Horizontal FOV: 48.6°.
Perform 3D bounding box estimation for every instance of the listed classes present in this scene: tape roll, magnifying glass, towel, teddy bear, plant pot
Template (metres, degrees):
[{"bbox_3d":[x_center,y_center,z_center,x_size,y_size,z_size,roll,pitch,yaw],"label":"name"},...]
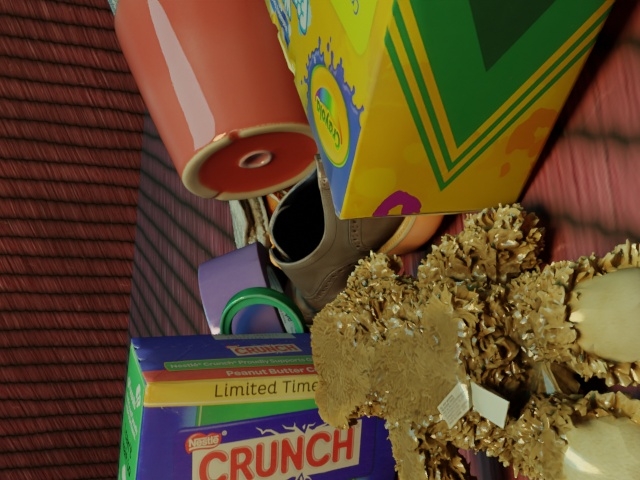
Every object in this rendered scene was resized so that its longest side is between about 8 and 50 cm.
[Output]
[{"bbox_3d":[-0.080,0.102,0.894,0.189,0.080,0.189,-21,-90,-87],"label":"tape roll"},{"bbox_3d":[-0.034,0.152,0.797,0.231,0.092,0.026,62,-166,-22],"label":"magnifying glass"},{"bbox_3d":[-0.115,-0.042,1.088,0.187,0.049,0.282,92,166,-50],"label":"towel"},{"bbox_3d":[0.123,0.094,0.529,0.338,0.113,0.245,-33,64,53],"label":"teddy bear"},{"bbox_3d":[-0.108,-0.201,0.912,0.275,0.275,0.243,-47,54,56],"label":"plant pot"}]

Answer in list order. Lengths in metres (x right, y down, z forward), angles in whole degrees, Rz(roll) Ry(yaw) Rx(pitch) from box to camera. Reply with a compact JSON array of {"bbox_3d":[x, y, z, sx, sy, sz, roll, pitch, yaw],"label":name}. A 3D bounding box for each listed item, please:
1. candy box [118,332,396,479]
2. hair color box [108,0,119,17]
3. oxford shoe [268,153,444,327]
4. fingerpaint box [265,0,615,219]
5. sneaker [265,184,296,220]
[{"bbox_3d":[-0.066,0.260,0.716,0.122,0.268,0.317,-153,68,-63],"label":"candy box"},{"bbox_3d":[-0.173,-0.459,1.000,0.347,0.105,0.174,-62,-9,-18],"label":"hair color box"},{"bbox_3d":[0.000,0.000,0.752,0.364,0.132,0.130,120,144,-57],"label":"oxford shoe"},{"bbox_3d":[0.065,-0.302,0.553,0.371,0.163,0.445,103,157,-46],"label":"fingerpaint box"},{"bbox_3d":[-0.036,-0.022,0.963,0.175,0.064,0.067,-109,15,-55],"label":"sneaker"}]
